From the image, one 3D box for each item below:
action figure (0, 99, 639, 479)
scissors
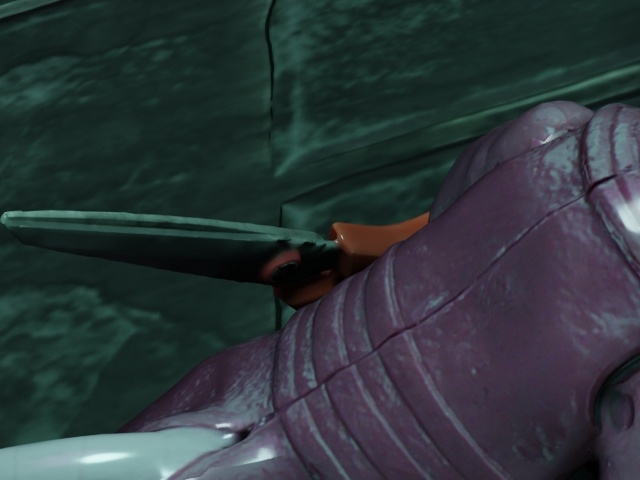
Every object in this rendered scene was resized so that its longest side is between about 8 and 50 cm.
[{"bbox_3d":[0.019,0.046,0.578,0.370,0.276,0.248,-40,44,18],"label":"action figure"},{"bbox_3d":[0.000,0.000,0.674,0.109,0.297,0.021,-35,65,9],"label":"scissors"}]
